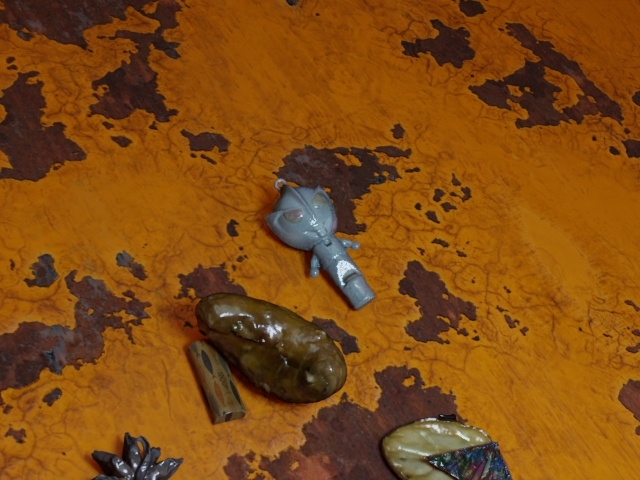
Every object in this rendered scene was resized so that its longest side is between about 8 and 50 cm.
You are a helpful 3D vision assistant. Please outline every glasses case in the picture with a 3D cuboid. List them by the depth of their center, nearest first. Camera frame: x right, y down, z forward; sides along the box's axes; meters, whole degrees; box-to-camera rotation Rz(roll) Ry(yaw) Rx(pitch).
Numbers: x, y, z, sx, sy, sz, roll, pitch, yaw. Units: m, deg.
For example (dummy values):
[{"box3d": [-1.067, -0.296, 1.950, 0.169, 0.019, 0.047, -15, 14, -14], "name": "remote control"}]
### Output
[{"box3d": [-0.202, 0.270, 1.915, 0.064, 0.041, 0.170, -9, 54, -26], "name": "glasses case"}]

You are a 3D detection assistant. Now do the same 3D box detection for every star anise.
[{"box3d": [-0.319, 0.428, 1.726, 0.195, 0.065, 0.182, 24, 49, -5], "name": "star anise"}]

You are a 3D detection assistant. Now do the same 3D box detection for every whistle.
[{"box3d": [0.001, 0.000, 2.167, 0.142, 0.134, 0.346, -25, 72, -37], "name": "whistle"}]

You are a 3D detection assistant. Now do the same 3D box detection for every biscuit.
[{"box3d": [0.243, 0.434, 1.937, 0.260, 0.041, 0.203, 16, 51, -5], "name": "biscuit"}]

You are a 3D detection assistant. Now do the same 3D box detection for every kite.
[{"box3d": [0.302, 0.455, 1.909, 0.232, 0.009, 0.189, 32, 48, 3], "name": "kite"}]

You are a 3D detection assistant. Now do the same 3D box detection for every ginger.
[{"box3d": [-0.097, 0.209, 1.932, 0.321, 0.172, 0.165, 27, 85, 5], "name": "ginger"}]
